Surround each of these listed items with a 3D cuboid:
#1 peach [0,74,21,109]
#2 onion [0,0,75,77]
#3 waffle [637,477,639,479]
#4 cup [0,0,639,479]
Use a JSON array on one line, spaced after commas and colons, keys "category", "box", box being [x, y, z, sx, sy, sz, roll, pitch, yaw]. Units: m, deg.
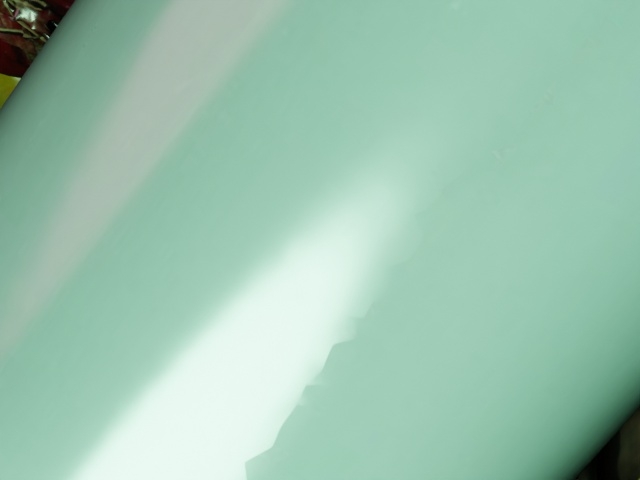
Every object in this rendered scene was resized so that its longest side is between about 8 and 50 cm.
[{"category": "peach", "box": [-0.319, -0.046, 1.323, 0.248, 0.245, 0.274, -36, -11, -47]}, {"category": "onion", "box": [-0.146, -0.210, 1.156, 0.281, 0.281, 0.221, -159, 60, -69]}, {"category": "waffle", "box": [0.062, 0.154, 0.344, 0.253, 0.056, 0.249, -42, 23, 26]}, {"category": "cup", "box": [0.000, 0.000, 0.506, 0.312, 0.205, 0.205, -51, 21, 12]}]
